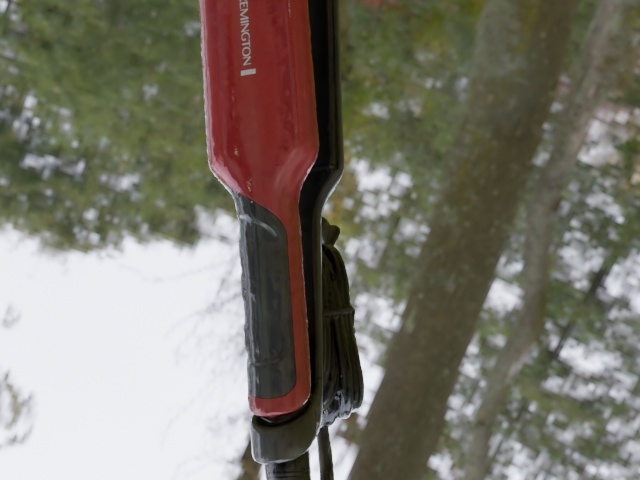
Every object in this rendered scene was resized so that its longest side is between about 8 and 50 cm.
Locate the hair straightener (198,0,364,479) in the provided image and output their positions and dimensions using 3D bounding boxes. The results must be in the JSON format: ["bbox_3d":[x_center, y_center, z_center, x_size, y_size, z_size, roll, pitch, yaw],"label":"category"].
[{"bbox_3d":[0.000,0.000,0.506,0.047,0.230,0.089,-13,167,17],"label":"hair straightener"}]
